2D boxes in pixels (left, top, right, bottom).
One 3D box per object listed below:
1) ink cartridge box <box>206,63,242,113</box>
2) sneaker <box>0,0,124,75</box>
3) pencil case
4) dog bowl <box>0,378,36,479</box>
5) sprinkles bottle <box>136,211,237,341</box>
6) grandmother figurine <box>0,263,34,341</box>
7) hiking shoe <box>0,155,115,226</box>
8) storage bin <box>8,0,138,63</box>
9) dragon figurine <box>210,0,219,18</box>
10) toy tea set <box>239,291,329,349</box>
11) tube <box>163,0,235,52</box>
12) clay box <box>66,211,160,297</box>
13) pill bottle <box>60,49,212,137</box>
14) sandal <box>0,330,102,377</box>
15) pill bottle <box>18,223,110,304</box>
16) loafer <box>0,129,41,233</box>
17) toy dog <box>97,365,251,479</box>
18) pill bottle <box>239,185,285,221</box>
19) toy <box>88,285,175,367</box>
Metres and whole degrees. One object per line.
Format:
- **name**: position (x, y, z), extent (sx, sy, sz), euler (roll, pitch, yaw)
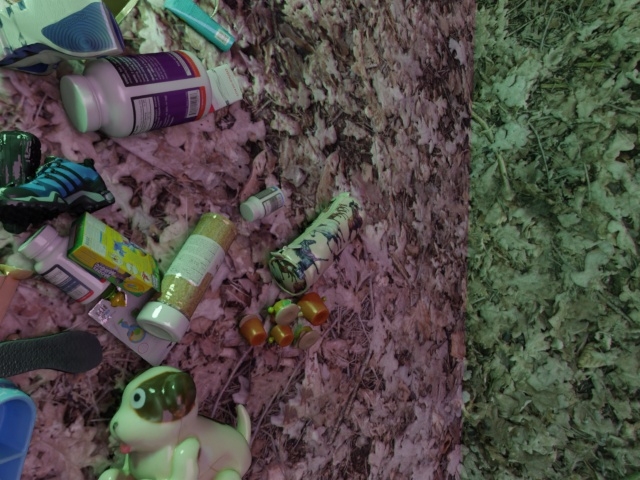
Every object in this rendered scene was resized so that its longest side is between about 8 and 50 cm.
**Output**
- **ink cartridge box**: position (-0.321, -0.442, 1.260), extent (0.150, 0.063, 0.109), euler (-40, 116, -38)
- **sneaker**: position (-0.581, -0.431, 0.901), extent (0.315, 0.182, 0.128), euler (-11, 107, -7)
- **pencil case**: position (0.000, 0.000, 1.497), extent (0.410, 0.160, 0.184), euler (-47, 141, -34)
- **dog bowl**: position (-0.666, 0.432, 0.840), extent (0.166, 0.074, 0.297), euler (31, 70, -73)
- **sprinkles bottle**: position (-0.346, 0.088, 1.142), extent (0.121, 0.121, 0.355), euler (48, 47, -33)
- **grandmother figurine**: position (-0.712, 0.207, 0.840), extent (0.207, 0.104, 0.342), euler (24, 72, -42)
- **hiking shoe**: position (-0.587, -0.113, 0.915), extent (0.304, 0.113, 0.132), euler (-45, 112, -78)
- **storage bin**: position (-0.546, -0.567, 0.905), extent (0.262, 0.260, 0.123), euler (41, 54, -35)
- **dragon figurine**: position (-0.357, -0.800, 1.214), extent (0.085, 0.144, 0.289), euler (-42, 136, -36)
- **toy tea set**: position (-0.121, 0.258, 1.432), extent (0.336, 0.124, 0.200), euler (16, 111, -46)
- **tube**: position (-0.350, -0.642, 1.249), extent (0.207, 0.052, 0.080), euler (32, 59, -34)
- **clay box**: position (-0.477, 0.043, 1.003), extent (0.053, 0.127, 0.222), euler (-35, 133, 7)
- **pill bottle**: position (-0.446, -0.363, 1.055), extent (0.323, 0.181, 0.182), euler (-29, 109, -41)
- **sandal**: position (-0.609, 0.250, 0.952), extent (0.254, 0.054, 0.097), euler (24, 62, -60)
- **pill bottle**: position (-0.576, 0.052, 0.970), extent (0.180, 0.108, 0.108), euler (52, 56, -30)
- **loafer**: position (-0.663, -0.126, 0.922), extent (0.078, 0.076, 0.223), euler (6, 92, -8)
- **toy dog**: position (-0.347, 0.508, 1.071), extent (0.395, 0.284, 0.408), euler (-41, 115, -37)
- **pill bottle**: position (-0.188, -0.117, 1.374), extent (0.137, 0.078, 0.078), euler (-34, 113, -39)
- **toy**: position (-0.471, 0.205, 1.104), extent (0.137, 0.056, 0.237), euler (-56, 132, -31)
